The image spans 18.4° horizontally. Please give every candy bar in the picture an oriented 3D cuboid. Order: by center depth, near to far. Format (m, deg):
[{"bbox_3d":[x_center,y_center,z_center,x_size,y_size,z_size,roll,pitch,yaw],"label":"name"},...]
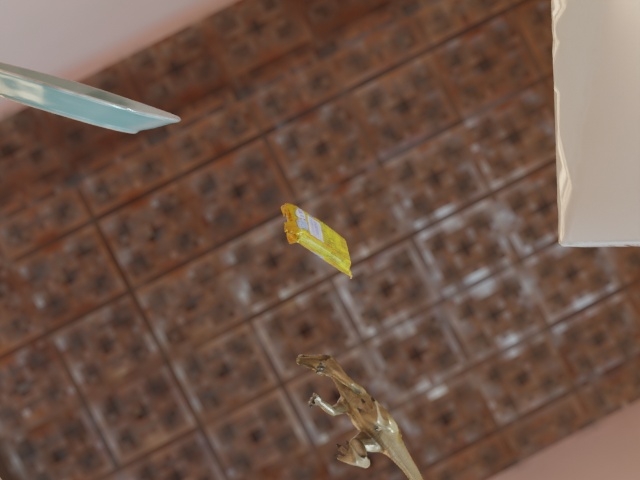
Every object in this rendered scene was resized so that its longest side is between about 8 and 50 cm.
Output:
[{"bbox_3d":[0.000,0.000,1.812,0.161,0.018,0.040,32,43,-66],"label":"candy bar"}]

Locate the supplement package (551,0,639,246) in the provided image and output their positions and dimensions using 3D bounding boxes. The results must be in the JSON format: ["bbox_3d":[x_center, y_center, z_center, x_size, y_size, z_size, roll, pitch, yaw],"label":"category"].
[{"bbox_3d":[0.233,-0.096,1.040,0.149,0.203,0.194,-6,95,-73],"label":"supplement package"}]

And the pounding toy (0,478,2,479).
[{"bbox_3d":[-0.316,0.302,1.754,0.094,0.206,0.181,61,34,-44],"label":"pounding toy"}]

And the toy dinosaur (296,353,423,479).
[{"bbox_3d":[0.044,0.148,1.557,0.183,0.053,0.092,52,15,15],"label":"toy dinosaur"}]

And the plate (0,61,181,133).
[{"bbox_3d":[-0.202,-0.112,1.556,0.188,0.188,0.024,-141,-113,-79],"label":"plate"}]
